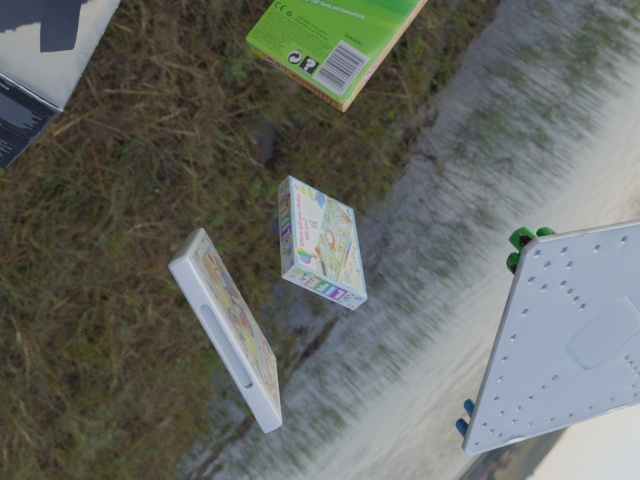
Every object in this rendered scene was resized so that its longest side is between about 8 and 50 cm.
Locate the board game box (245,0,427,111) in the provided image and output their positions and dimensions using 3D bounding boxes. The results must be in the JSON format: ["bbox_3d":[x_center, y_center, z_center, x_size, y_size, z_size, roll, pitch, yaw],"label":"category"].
[{"bbox_3d":[0.049,-0.271,0.725,0.259,0.124,0.039,-54,172,-5],"label":"board game box"}]

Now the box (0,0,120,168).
[{"bbox_3d":[-0.543,-0.354,1.288,0.313,0.179,0.343,-21,-134,48],"label":"box"}]

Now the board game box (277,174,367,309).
[{"bbox_3d":[0.000,0.000,0.828,0.104,0.154,0.026,27,126,-28],"label":"board game box"}]

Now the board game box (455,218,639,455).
[{"bbox_3d":[0.398,0.122,1.011,0.390,0.050,0.389,-9,127,-21],"label":"board game box"}]

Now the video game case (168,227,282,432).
[{"bbox_3d":[-0.105,0.092,0.816,0.026,0.206,0.227,-28,-170,-1],"label":"video game case"}]
